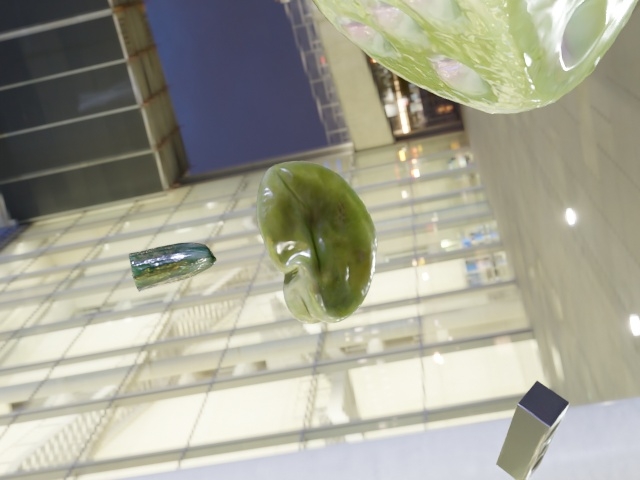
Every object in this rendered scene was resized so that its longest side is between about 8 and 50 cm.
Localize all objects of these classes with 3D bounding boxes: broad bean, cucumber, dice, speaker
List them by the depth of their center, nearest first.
[{"bbox_3d":[0.131,-0.280,0.723,0.252,0.254,0.250,-54,-32,-7],"label":"dice"},{"bbox_3d":[0.243,0.227,0.998,0.046,0.040,0.191,36,155,24],"label":"speaker"},{"bbox_3d":[-0.173,0.026,1.000,0.048,0.105,0.048,-15,-90,-85],"label":"cucumber"},{"bbox_3d":[-0.002,0.000,1.061,0.072,0.153,0.206,-4,98,58],"label":"broad bean"}]
